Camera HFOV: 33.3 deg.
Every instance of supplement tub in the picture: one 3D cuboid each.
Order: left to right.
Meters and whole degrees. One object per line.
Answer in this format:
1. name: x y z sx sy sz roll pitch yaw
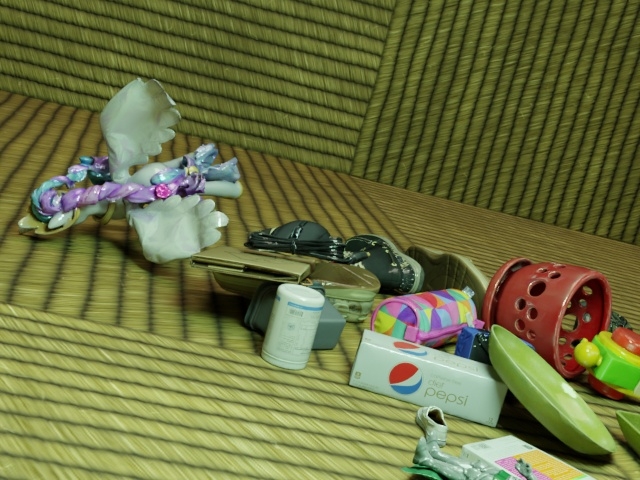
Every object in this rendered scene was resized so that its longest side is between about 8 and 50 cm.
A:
1. supplement tub: -0.039 0.121 1.516 0.071 0.107 0.071 15 12 -3

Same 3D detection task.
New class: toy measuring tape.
1. toy measuring tape: 0.554 0.224 1.820 0.330 0.121 0.121 19 9 -25

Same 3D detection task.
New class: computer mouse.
1. computer mouse: 0.000 0.000 1.756 0.184 0.060 0.262 8 0 17

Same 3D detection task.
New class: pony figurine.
1. pony figurine: -0.297 -0.089 1.842 0.351 0.303 0.363 -22 -5 29

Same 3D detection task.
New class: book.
1. book: 0.256 0.286 1.317 0.096 0.035 0.144 1 18 -41

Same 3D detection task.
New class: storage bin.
1. storage bin: -0.028 0.115 1.624 0.135 0.098 0.091 4 27 -44

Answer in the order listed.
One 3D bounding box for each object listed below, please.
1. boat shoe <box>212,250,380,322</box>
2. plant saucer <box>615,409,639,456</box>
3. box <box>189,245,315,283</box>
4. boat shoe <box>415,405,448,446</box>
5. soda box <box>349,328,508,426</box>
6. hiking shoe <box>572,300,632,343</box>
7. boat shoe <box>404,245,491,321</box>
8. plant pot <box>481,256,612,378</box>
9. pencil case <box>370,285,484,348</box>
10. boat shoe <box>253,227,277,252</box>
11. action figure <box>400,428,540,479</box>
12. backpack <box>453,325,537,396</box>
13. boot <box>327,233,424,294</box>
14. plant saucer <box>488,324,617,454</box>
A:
1. boat shoe: -0.044 0.085 1.778 0.285 0.089 0.104 9 28 -13
2. plant saucer: 0.531 0.312 1.511 0.188 0.045 0.188 13 11 -13
3. box: -0.098 0.035 1.641 0.164 0.021 0.201 9 4 6
4. boat shoe: 0.149 0.235 1.403 0.035 0.035 0.100 14 12 -5
5. soda box: 0.153 0.194 1.519 0.216 0.069 0.074 15 11 3
6. hiking shoe: 0.566 0.169 2.126 0.114 0.086 0.227 15 10 17
7. boat shoe: 0.271 0.082 2.066 0.110 0.122 0.341 10 12 -21
8. plant pot: 0.385 0.126 1.859 0.174 0.191 0.191 16 10 38
9. pencil case: 0.179 0.133 1.776 0.104 0.104 0.236 23 15 32
10. boat shoe: -0.114 0.008 2.120 0.042 0.049 0.133 -11 14 13
11. action figure: 0.216 0.286 1.205 0.232 0.063 0.137 23 10 19
12. backpack: 0.269 0.183 1.650 0.120 0.098 0.101 12 8 -13
13. boot: 0.071 0.040 2.104 0.178 0.085 0.236 4 16 -35
14. plant saucer: 0.317 0.217 1.504 0.241 0.037 0.241 41 12 -10
